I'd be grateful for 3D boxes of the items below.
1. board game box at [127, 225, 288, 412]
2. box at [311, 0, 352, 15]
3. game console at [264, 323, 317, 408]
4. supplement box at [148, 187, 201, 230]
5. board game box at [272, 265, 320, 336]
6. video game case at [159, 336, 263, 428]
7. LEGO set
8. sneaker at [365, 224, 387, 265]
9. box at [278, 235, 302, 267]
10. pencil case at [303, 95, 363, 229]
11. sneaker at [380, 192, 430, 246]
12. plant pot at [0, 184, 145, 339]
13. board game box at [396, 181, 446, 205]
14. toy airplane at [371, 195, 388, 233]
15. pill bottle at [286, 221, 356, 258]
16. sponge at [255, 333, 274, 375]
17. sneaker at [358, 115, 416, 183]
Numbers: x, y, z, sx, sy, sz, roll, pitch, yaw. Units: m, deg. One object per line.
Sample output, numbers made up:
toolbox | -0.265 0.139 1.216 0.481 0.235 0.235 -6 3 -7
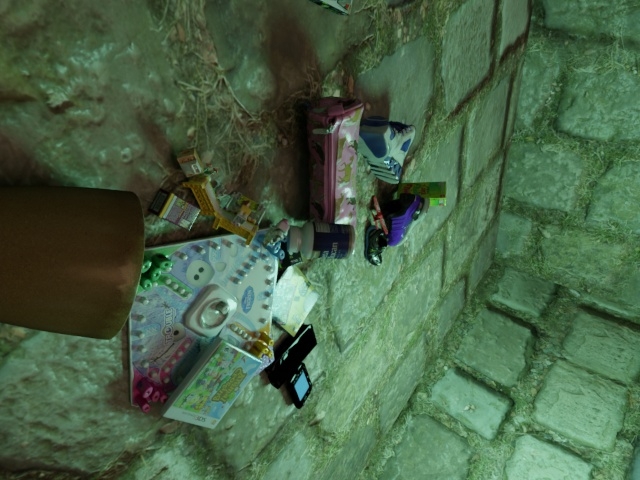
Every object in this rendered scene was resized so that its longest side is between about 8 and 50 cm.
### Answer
board game box | -0.253 0.178 0.990 0.390 0.050 0.390 -12 119 -44
box | 0.009 -0.611 0.954 0.207 0.036 0.114 -13 119 -51
game console | -0.078 0.460 1.453 0.213 0.044 0.361 -44 141 -31
supplement box | -0.295 -0.062 0.838 0.083 0.043 0.055 37 78 -55
board game box | -0.098 0.176 1.258 0.165 0.042 0.243 -56 145 -18
video game case | -0.260 0.358 1.023 0.212 0.023 0.193 -53 141 -11
LEGO set | -0.198 -0.100 0.907 0.287 0.132 0.107 43 48 -27
sneaker | 0.219 0.029 1.587 0.067 0.078 0.188 -39 137 -34
box | -0.095 0.029 1.132 0.052 0.062 0.083 -15 92 -50
pencil case | 0.033 -0.188 1.127 0.167 0.160 0.386 -23 128 -34
sneaker | 0.294 -0.089 1.599 0.293 0.146 0.102 118 -12 -52
plant pot | -0.417 0.020 0.575 0.254 0.237 0.237 11 100 -43
board game box | 0.391 -0.180 1.597 0.043 0.181 0.092 68 29 -47
toy airplane | 0.211 -0.084 1.503 0.151 0.028 0.151 -18 90 -74
pill bottle | 0.000 0.000 1.080 0.169 0.094 0.094 3 112 -11
sponge | -0.222 0.365 1.203 0.210 0.031 0.117 -33 133 -42
sneaker | 0.219 -0.337 1.352 0.182 0.127 0.315 -65 154 -10
